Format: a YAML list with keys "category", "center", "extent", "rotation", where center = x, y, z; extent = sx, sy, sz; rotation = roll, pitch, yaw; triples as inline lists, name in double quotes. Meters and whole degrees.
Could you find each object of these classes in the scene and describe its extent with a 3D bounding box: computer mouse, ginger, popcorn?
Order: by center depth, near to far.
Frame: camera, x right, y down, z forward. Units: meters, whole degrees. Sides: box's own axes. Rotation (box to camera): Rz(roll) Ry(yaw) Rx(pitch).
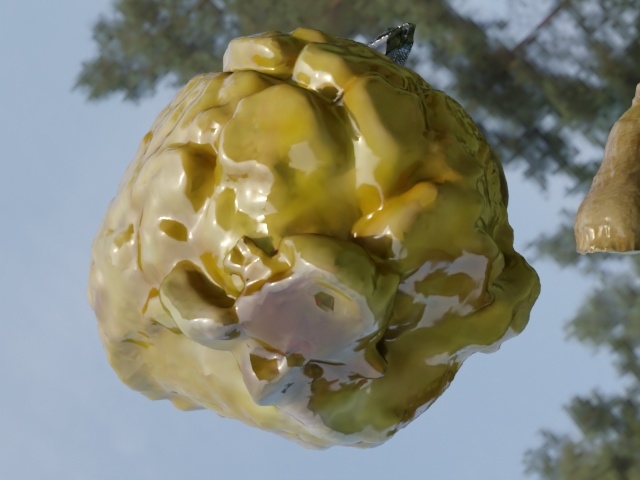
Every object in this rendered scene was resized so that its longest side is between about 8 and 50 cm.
- category: "popcorn"
  center: [-0.009, 0.001, 1.516]
  extent: [0.344, 0.390, 0.354]
  rotation: [14, -99, -34]
- category: "ginger"
  center: [0.393, -0.074, 2.056]
  extent: [0.354, 0.126, 0.190]
  rotation: [-52, -49, -46]
- category: "computer mouse"
  center: [0.086, -0.262, 2.439]
  extent: [0.079, 0.135, 0.047]
  rotation: [-25, -112, -41]

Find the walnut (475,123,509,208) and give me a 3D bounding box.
- category: "walnut"
  center: [0.141, -0.059, 2.425]
  extent: [0.273, 0.227, 0.273]
  rotation: [-5, -82, -39]
